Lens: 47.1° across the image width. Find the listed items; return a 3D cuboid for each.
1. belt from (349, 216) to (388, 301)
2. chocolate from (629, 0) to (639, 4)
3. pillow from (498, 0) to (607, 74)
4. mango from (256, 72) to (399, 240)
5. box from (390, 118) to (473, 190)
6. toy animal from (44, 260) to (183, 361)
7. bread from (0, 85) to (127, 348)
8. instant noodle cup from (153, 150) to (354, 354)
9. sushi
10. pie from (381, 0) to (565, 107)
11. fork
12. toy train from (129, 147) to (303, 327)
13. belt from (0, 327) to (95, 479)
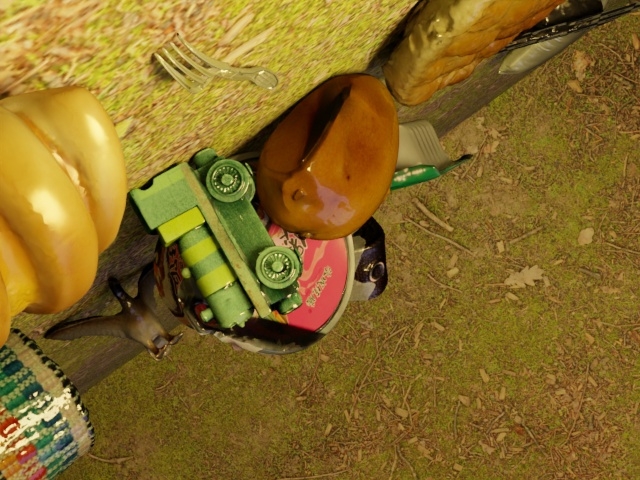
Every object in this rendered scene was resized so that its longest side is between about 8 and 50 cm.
[{"bbox_3d":[0.000,0.000,1.386,0.184,0.164,0.289,-33,-140,-30],"label":"belt"},{"bbox_3d":[0.576,-0.477,1.175,0.162,0.162,0.445,-36,176,20],"label":"chocolate"},{"bbox_3d":[0.498,-0.447,1.573,0.144,0.078,0.254,-22,169,-34],"label":"pillow"},{"bbox_3d":[0.019,-0.104,0.900,0.136,0.166,0.236,7,-121,43],"label":"mango"},{"bbox_3d":[0.110,-0.147,1.313,0.264,0.106,0.337,-12,-173,23],"label":"box"},{"bbox_3d":[-0.290,0.114,1.196,0.272,0.160,0.197,-42,178,-22],"label":"toy animal"},{"bbox_3d":[-0.247,0.034,0.380,0.311,0.121,0.173,-32,177,-34],"label":"bread"},{"bbox_3d":[-0.106,0.028,0.979,0.302,0.258,0.182,-28,-173,-40],"label":"instant noodle cup"},{"bbox_3d":[0.449,-0.415,1.353,0.292,0.059,0.294,-16,-175,-6],"label":"sushi"},{"bbox_3d":[0.219,-0.292,0.898,0.339,0.083,0.339,-35,175,-4],"label":"pie"},{"bbox_3d":[-0.072,-0.132,0.599,0.034,0.028,0.219,-40,176,14],"label":"fork"},{"bbox_3d":[-0.104,0.004,0.797,0.132,0.200,0.083,-29,175,-5],"label":"toy train"},{"bbox_3d":[-0.420,0.234,0.922,0.295,0.206,0.160,-16,-163,49],"label":"belt"}]
